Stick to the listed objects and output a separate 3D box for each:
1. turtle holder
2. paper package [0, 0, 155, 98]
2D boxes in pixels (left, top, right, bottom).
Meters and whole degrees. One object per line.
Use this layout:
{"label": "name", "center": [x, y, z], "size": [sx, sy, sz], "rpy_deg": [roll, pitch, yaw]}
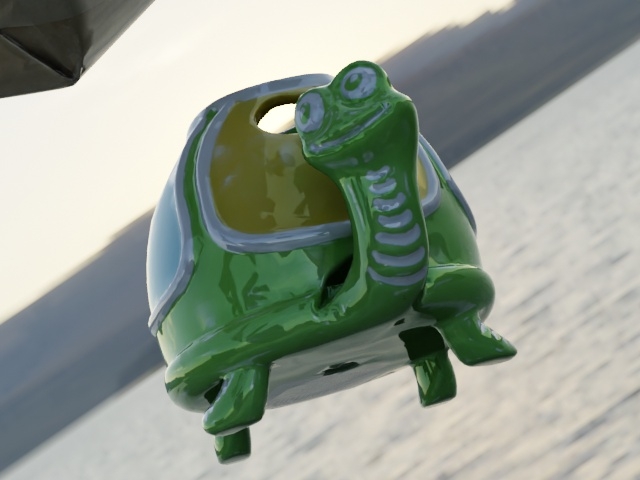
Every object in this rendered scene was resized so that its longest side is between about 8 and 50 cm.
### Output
{"label": "turtle holder", "center": [-0.016, 0.007, 1.243], "size": [0.243, 0.227, 0.320], "rpy_deg": [-19, -14, 11]}
{"label": "paper package", "center": [-0.264, -0.209, 1.225], "size": [0.309, 0.168, 0.325], "rpy_deg": [-5, 23, 16]}
